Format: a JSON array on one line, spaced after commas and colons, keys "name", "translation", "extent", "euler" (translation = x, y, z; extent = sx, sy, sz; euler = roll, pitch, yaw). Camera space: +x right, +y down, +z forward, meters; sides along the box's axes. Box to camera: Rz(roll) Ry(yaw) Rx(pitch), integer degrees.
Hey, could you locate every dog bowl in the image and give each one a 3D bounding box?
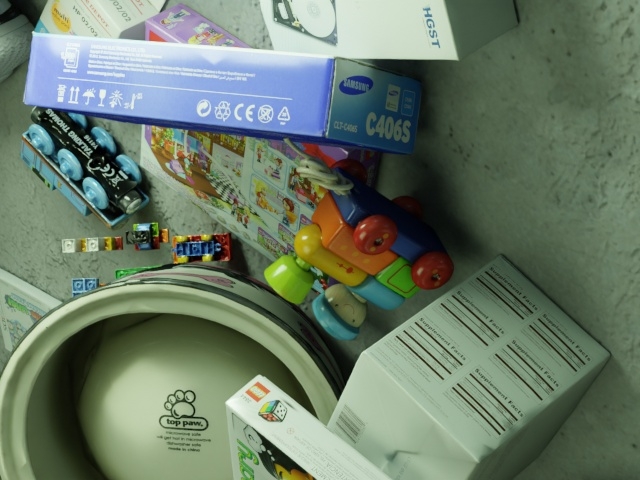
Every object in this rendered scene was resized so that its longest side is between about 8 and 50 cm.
[{"name": "dog bowl", "translation": [-0.148, 0.206, 1.738], "extent": [0.408, 0.150, 0.408], "euler": [4, 111, 9]}]

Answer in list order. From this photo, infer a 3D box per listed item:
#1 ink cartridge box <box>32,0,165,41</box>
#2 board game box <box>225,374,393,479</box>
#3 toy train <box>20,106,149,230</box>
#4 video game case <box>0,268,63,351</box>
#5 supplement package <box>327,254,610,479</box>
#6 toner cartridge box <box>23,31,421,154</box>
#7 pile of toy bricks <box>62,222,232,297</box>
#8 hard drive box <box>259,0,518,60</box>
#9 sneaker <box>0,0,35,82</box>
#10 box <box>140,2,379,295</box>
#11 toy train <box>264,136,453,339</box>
[{"name": "ink cartridge box", "translation": [-0.245, -0.250, 1.723], "extent": [0.104, 0.061, 0.181], "euler": [51, 142, 8]}, {"name": "board game box", "translation": [-0.002, 0.287, 1.519], "extent": [0.193, 0.053, 0.305], "euler": [36, 148, 30]}, {"name": "toy train", "translation": [-0.285, -0.087, 1.880], "extent": [0.184, 0.080, 0.105], "euler": [44, 150, 14]}, {"name": "video game case", "translation": [-0.407, 0.123, 2.214], "extent": [0.157, 0.019, 0.143], "euler": [24, 132, 36]}, {"name": "supplement package", "translation": [0.129, 0.159, 1.480], "extent": [0.149, 0.203, 0.194], "euler": [44, 141, 18]}, {"name": "toner cartridge box", "translation": [-0.096, -0.140, 1.474], "extent": [0.348, 0.165, 0.075], "euler": [9, 93, 31]}, {"name": "pile of toy bricks", "translation": [-0.191, 0.038, 1.842], "extent": [0.212, 0.105, 0.118], "euler": [-2, 90, 18]}, {"name": "hard drive box", "translation": [0.042, -0.258, 1.371], "extent": [0.232, 0.089, 0.181], "euler": [6, 121, 46]}, {"name": "sneaker", "translation": [-0.504, -0.261, 1.954], "extent": [0.366, 0.137, 0.210], "euler": [-26, 95, 48]}, {"name": "box", "translation": [-0.071, -0.096, 1.642], "extent": [0.293, 0.057, 0.201], "euler": [35, 138, 27]}, {"name": "toy train", "translation": [0.000, 0.000, 1.464], "extent": [0.143, 0.248, 0.105], "euler": [-44, 43, 17]}]
